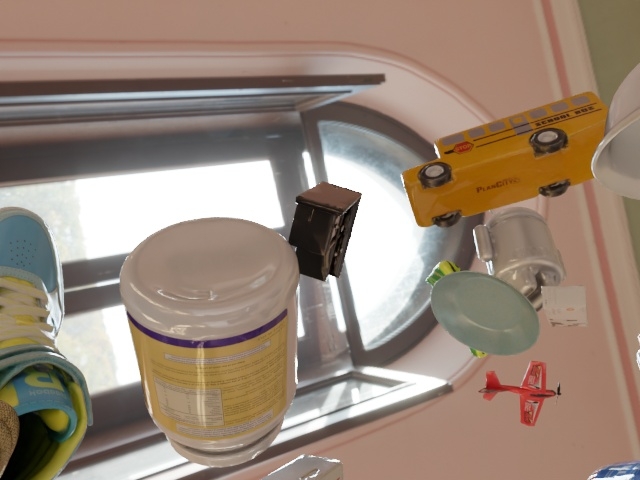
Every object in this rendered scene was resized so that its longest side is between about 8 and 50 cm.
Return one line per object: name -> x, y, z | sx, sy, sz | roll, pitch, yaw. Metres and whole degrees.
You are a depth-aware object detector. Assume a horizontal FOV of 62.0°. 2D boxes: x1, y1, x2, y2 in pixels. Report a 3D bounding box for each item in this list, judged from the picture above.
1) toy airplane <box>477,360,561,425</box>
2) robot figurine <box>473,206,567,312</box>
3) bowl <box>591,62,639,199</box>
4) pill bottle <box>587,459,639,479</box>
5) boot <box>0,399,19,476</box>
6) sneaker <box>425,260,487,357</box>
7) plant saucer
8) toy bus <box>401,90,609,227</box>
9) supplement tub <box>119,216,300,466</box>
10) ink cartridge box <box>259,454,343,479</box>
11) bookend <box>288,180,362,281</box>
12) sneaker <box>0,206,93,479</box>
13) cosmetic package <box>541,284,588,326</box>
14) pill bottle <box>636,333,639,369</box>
toy airplane -> 0.365, 0.279, 0.983 | 0.028, 0.151, 0.151 | -74, 168, -64
robot figurine -> 0.598, 0.040, 1.593 | 0.199, 0.300, 0.353 | 123, -22, -43
bowl -> 0.444, -0.153, 0.557 | 0.298, 0.298, 0.134 | 149, -49, -61
pill bottle -> 0.405, 0.303, 0.589 | 0.221, 0.124, 0.124 | 106, -35, -62
boot -> -0.303, 0.209, 0.286 | 0.095, 0.262, 0.203 | 55, -1, -21
sneaker -> 0.396, 0.202, 1.520 | 0.123, 0.110, 0.295 | -43, -127, 34
plant saucer -> 0.292, 0.121, 0.943 | 0.195, 0.037, 0.194 | 22, -44, 23
toy bus -> 0.305, -0.132, 0.893 | 0.130, 0.333, 0.108 | -92, 161, -49
supplement tub -> -0.153, 0.156, 0.805 | 0.241, 0.241, 0.331 | 48, -36, 45
ink cartridge box -> -0.032, 0.477, 0.863 | 0.087, 0.153, 0.208 | -1, -92, 33
bookend -> 0.000, 0.000, 0.831 | 0.157, 0.073, 0.156 | -43, 149, -71
sneaker -> -0.282, 0.096, 0.506 | 0.208, 0.127, 0.318 | -19, -116, 40
cosmetic package -> 0.632, 0.173, 1.370 | 0.099, 0.239, 0.060 | -7, -112, 26
pill bottle -> 0.865, 0.332, 1.308 | 0.245, 0.131, 0.130 | -82, -173, -47
